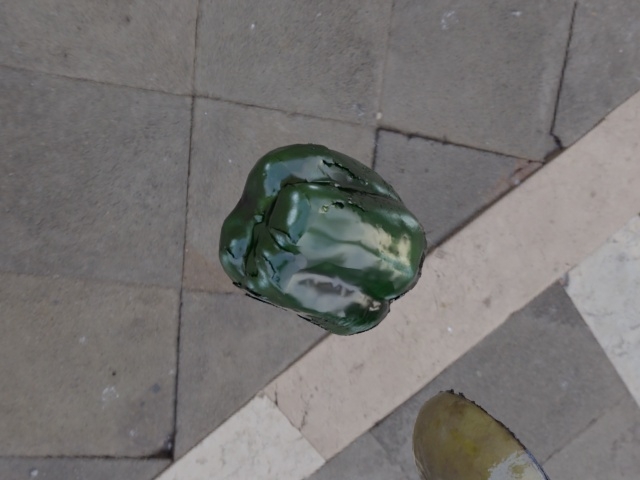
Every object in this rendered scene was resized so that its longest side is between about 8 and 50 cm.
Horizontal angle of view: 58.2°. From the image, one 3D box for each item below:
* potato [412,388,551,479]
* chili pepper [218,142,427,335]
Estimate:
[{"bbox_3d":[0.178,0.284,0.785,0.100,0.261,0.120,-31,99,-16],"label":"potato"},{"bbox_3d":[0.000,0.000,0.808,0.256,0.233,0.249,20,98,-44],"label":"chili pepper"}]
